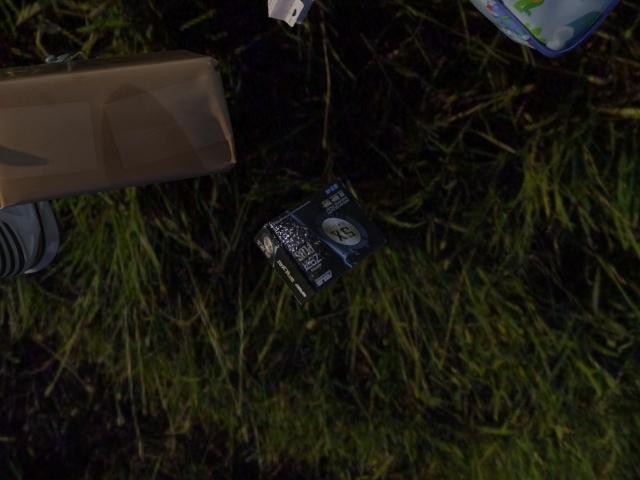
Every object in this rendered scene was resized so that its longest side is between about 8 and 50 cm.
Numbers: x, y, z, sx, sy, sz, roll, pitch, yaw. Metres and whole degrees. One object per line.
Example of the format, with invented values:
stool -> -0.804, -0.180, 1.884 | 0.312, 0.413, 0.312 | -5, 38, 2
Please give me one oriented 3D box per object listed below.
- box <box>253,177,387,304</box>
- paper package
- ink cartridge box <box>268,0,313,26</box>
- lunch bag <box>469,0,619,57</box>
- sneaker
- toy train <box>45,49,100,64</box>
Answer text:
box -> 0.000, 0.000, 1.314 | 0.180, 0.147, 0.077 | -34, 175, -28
paper package -> -0.323, -0.182, 1.114 | 0.325, 0.309, 0.168 | -11, 109, -16
ink cartridge box -> -0.076, -0.617, 1.858 | 0.090, 0.143, 0.092 | 6, 152, -21
lunch bag -> 0.188, -0.289, 0.659 | 0.219, 0.090, 0.176 | 37, 104, -22
sneaker -> -0.591, -0.143, 1.232 | 0.169, 0.257, 0.447 | -21, 95, 5
toy train -> -0.563, -0.255, 1.477 | 0.334, 0.190, 0.142 | -37, 116, -7
